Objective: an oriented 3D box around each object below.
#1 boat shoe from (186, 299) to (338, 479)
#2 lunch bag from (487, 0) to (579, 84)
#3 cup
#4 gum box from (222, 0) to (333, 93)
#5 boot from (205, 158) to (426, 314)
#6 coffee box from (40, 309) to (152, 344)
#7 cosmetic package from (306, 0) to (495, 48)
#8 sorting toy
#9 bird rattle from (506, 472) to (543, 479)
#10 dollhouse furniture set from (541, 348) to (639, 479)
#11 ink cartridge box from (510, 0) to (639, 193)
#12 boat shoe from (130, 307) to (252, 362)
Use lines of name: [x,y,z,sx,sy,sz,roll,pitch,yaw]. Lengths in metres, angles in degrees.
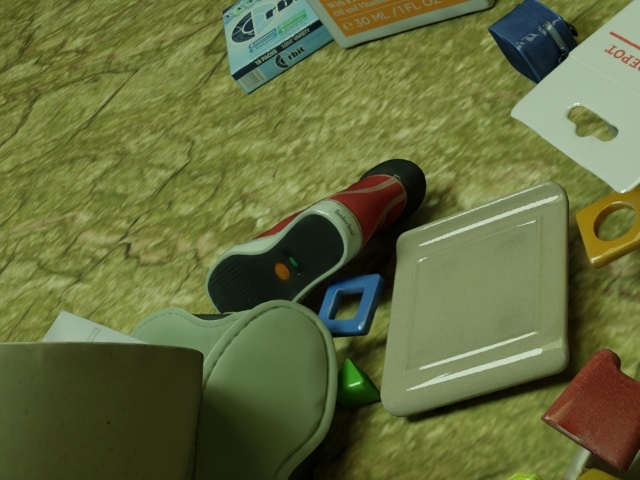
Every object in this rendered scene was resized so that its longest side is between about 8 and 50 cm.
boat shoe: [-0.071,0.210,1.156,0.113,0.127,0.340,118,165,-52]
lunch bag: [0.230,-0.209,1.385,0.065,0.067,0.098,-40,34,1]
cup: [-0.251,0.210,1.014,0.331,0.331,0.237,-10,79,38]
gum box: [-0.053,-0.294,1.785,0.157,0.041,0.184,-31,35,14]
boot: [0.000,0.000,1.372,0.244,0.088,0.176,-31,3,45]
coffee box: [-0.236,0.234,1.230,0.168,0.119,0.297,19,61,24]
cosmetic package: [0.017,-0.454,1.528,0.230,0.453,0.161,-11,43,38]
sorting toy: [0.145,0.056,1.179,0.348,0.047,0.196,-21,44,31]
bird rattle: [0.171,0.251,0.799,0.143,0.253,0.207,-56,-8,2]
dollhouse furniture set: [0.252,0.193,0.774,0.152,0.201,0.374,-51,36,-16]
ink cartridge box: [0.364,-0.152,1.140,0.353,0.119,0.207,-39,34,0]
boat shoe: [-0.103,0.111,1.341,0.228,0.069,0.081,-5,74,42]
